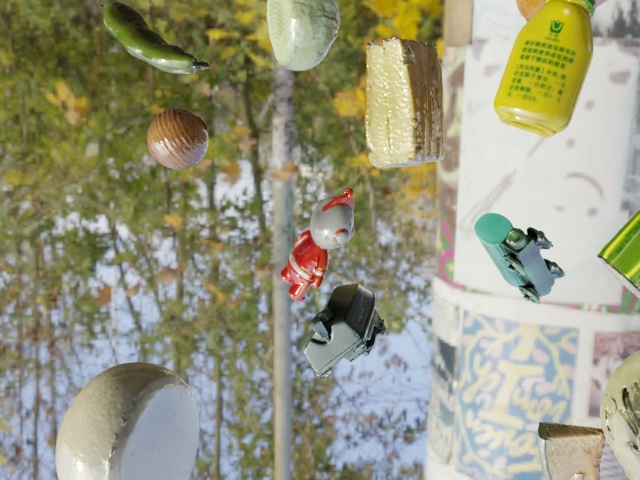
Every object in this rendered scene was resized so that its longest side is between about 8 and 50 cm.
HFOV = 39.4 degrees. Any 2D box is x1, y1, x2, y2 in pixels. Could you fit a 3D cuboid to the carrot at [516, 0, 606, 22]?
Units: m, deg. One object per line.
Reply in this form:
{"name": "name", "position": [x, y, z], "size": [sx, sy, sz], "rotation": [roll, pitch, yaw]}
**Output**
{"name": "carrot", "position": [0.419, -0.459, 1.453], "size": [0.195, 0.196, 0.254], "rotation": [1, 177, -5]}

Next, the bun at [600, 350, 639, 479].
{"name": "bun", "position": [0.572, 0.307, 1.438], "size": [0.146, 0.287, 0.287], "rotation": [-13, -163, -38]}

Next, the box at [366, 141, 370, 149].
{"name": "box", "position": [0.165, -0.216, 1.947], "size": [0.091, 0.031, 0.126], "rotation": [33, 143, -28]}

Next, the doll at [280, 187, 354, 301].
{"name": "doll", "position": [0.000, 0.000, 1.709], "size": [0.076, 0.245, 0.142], "rotation": [17, -154, -35]}

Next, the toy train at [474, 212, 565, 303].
{"name": "toy train", "position": [0.398, 0.031, 1.817], "size": [0.159, 0.101, 0.248], "rotation": [36, 172, 37]}

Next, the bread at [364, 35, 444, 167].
{"name": "bread", "position": [0.163, -0.264, 1.717], "size": [0.111, 0.246, 0.239], "rotation": [-1, -175, 21]}

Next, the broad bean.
{"name": "broad bean", "position": [-0.269, -0.307, 1.363], "size": [0.065, 0.046, 0.254], "rotation": [-37, -124, -23]}

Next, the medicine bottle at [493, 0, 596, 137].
{"name": "medicine bottle", "position": [0.339, -0.301, 1.252], "size": [0.111, 0.309, 0.076], "rotation": [20, 180, 15]}

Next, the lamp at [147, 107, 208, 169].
{"name": "lamp", "position": [-0.306, -0.219, 1.925], "size": [0.136, 0.136, 0.136], "rotation": [2, -170, 0]}

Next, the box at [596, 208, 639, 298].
{"name": "box", "position": [0.560, -0.065, 1.288], "size": [0.134, 0.345, 0.097], "rotation": [34, -170, -50]}

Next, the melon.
{"name": "melon", "position": [0.379, 0.356, 1.339], "size": [0.097, 0.182, 0.054], "rotation": [-1, -156, 20]}

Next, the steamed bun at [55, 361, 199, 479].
{"name": "steamed bun", "position": [-0.343, 0.345, 1.538], "size": [0.177, 0.283, 0.283], "rotation": [8, -168, 25]}

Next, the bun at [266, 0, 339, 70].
{"name": "bun", "position": [-0.029, -0.417, 1.688], "size": [0.118, 0.196, 0.195], "rotation": [-9, -167, -19]}

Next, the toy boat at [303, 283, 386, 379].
{"name": "toy boat", "position": [0.053, 0.154, 1.639], "size": [0.114, 0.122, 0.296], "rotation": [-38, -176, 18]}
